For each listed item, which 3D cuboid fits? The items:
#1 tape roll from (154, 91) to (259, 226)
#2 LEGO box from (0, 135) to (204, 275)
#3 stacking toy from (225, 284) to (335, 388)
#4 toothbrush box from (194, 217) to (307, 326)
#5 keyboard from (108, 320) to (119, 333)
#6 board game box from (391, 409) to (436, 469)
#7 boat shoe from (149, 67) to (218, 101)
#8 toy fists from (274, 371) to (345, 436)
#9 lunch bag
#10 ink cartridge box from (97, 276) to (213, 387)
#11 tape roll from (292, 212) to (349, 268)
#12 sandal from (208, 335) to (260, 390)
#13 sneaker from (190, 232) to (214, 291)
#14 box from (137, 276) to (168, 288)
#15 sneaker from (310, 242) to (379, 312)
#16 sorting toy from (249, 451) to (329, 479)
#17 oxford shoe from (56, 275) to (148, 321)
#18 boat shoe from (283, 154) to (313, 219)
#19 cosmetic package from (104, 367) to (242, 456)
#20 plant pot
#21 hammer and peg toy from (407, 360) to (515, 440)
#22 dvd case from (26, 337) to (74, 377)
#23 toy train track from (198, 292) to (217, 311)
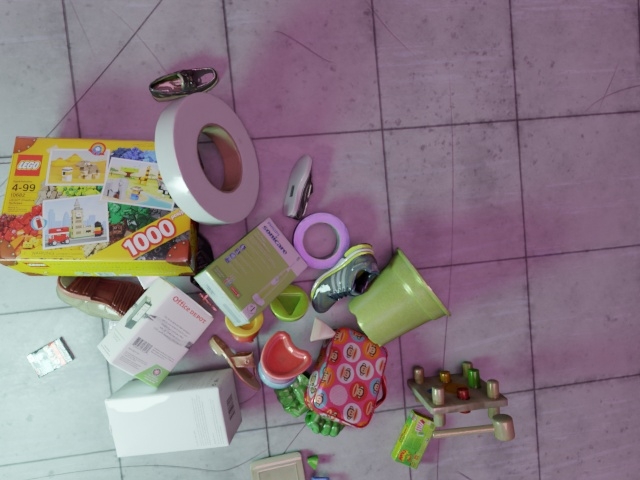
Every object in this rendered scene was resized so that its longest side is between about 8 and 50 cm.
[{"bbox_3d":[-0.317,-0.235,1.301,0.072,0.392,0.392,-10,95,25],"label":"tape roll"},{"bbox_3d":[-0.619,-0.093,1.305,0.500,0.193,0.372,0,73,-7],"label":"LEGO box"},{"bbox_3d":[-0.132,0.312,1.452,0.279,0.130,0.309,-29,64,-28],"label":"stacking toy"},{"bbox_3d":[-0.213,0.098,1.386,0.206,0.122,0.283,51,57,-9],"label":"toothbrush box"},{"bbox_3d":[-0.575,0.312,1.473,0.256,0.014,0.072,5,92,-7],"label":"keyboard"},{"bbox_3d":[0.336,0.715,1.583,0.092,0.043,0.181,25,90,-7],"label":"board game box"},{"bbox_3d":[-0.439,-0.506,1.416,0.223,0.073,0.080,-18,95,-5],"label":"boat shoe"},{"bbox_3d":[-0.029,0.564,1.508,0.279,0.096,0.142,39,89,-8],"label":"toy fists"},{"bbox_3d":[0.106,0.458,1.465,0.258,0.120,0.293,28,66,-11],"label":"lunch bag"},{"bbox_3d":[-0.499,0.281,1.359,0.273,0.115,0.198,-52,134,-17],"label":"ink cartridge box"},{"bbox_3d":[0.000,0.000,1.491,0.189,0.080,0.189,0,92,-6],"label":"tape roll"},{"bbox_3d":[-0.264,0.394,1.476,0.079,0.088,0.240,-44,92,3],"label":"sandal"},{"bbox_3d":[-0.389,0.068,1.425,0.087,0.130,0.227,-20,93,-7],"label":"sneaker"},{"bbox_3d":[-0.539,0.086,1.428,0.101,0.087,0.102,-27,95,-4],"label":"box"},{"bbox_3d":[0.076,0.145,1.441,0.111,0.121,0.300,20,121,-35],"label":"sneaker"},{"bbox_3d":[-0.143,0.846,1.536,0.347,0.047,0.196,-9,90,-6],"label":"sorting toy"},{"bbox_3d":[-0.668,0.200,1.425,0.348,0.123,0.130,29,133,-17],"label":"oxford shoe"},{"bbox_3d":[-0.064,-0.177,1.483,0.070,0.078,0.219,19,87,-42],"label":"boat shoe"},{"bbox_3d":[-0.457,0.540,1.391,0.365,0.155,0.197,-7,97,7],"label":"cosmetic package"},{"bbox_3d":[0.242,0.205,1.456,0.254,0.276,0.276,-37,96,8],"label":"plant pot"},{"bbox_3d":[0.449,0.509,1.427,0.266,0.361,0.127,-4,93,-5],"label":"hammer and peg toy"},{"bbox_3d":[-0.884,0.384,1.441,0.119,0.013,0.087,-29,96,-5],"label":"dvd case"},{"bbox_3d":[-0.380,0.209,1.491,0.048,0.014,0.083,-44,102,-10],"label":"toy train track"}]
